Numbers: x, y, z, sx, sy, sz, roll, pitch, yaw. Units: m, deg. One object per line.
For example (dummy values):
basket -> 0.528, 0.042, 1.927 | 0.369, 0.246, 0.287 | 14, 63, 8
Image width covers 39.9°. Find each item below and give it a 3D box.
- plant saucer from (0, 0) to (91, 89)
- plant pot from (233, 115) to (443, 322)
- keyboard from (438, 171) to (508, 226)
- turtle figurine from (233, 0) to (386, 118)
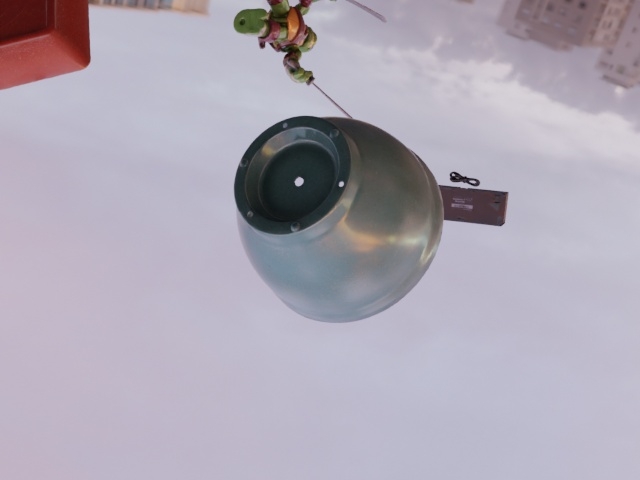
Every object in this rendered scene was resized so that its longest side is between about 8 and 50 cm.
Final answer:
plant saucer -> -0.426, -0.291, 1.117 | 0.259, 0.047, 0.259 | -13, -126, 1
plant pot -> 0.001, -0.053, 1.215 | 0.293, 0.293, 0.196 | 35, 176, 33
keyboard -> 0.293, -0.090, 1.814 | 0.180, 0.108, 0.023 | 6, -153, 10
turtle figurine -> -0.024, -0.404, 1.648 | 0.274, 0.197, 0.266 | 46, -165, 26
